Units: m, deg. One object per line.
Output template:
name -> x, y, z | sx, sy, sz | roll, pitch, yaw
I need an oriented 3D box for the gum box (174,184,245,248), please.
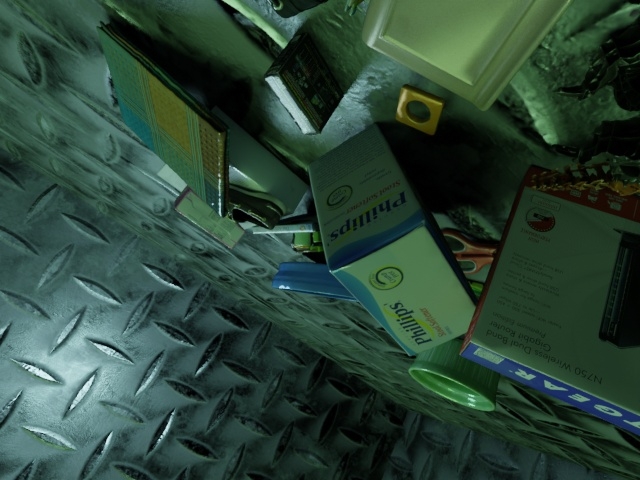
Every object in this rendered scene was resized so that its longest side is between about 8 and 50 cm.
gum box -> -0.289, -0.061, 1.111 | 0.188, 0.062, 0.107 | 39, 179, -25

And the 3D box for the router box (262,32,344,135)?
router box -> -0.023, -0.241, 0.661 | 0.038, 0.092, 0.122 | 7, 149, 43

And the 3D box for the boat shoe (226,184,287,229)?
boat shoe -> -0.187, -0.077, 0.992 | 0.227, 0.069, 0.081 | 13, 154, 32

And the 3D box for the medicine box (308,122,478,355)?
medicine box -> 0.122, -0.004, 0.713 | 0.149, 0.289, 0.263 | -30, 128, 16

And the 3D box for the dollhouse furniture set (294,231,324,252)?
dollhouse furniture set -> -0.036, -0.007, 1.064 | 0.058, 0.076, 0.151 | -2, 179, -42

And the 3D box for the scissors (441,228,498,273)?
scissors -> 0.367, 0.033, 0.843 | 0.296, 0.021, 0.109 | 6, 123, 39

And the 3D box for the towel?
towel -> -0.318, -0.243, 0.887 | 0.370, 0.040, 0.272 | 42, 149, 14

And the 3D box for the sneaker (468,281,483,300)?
sneaker -> 0.383, 0.176, 1.026 | 0.295, 0.124, 0.109 | 5, 148, 47

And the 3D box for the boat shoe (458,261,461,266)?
boat shoe -> 0.285, 0.069, 1.012 | 0.045, 0.050, 0.135 | 37, 157, -5

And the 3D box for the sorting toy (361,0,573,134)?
sorting toy -> 0.152, -0.261, 0.474 | 0.195, 0.047, 0.348 | 34, 156, 5

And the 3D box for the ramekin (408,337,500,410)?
ramekin -> 0.480, 0.458, 1.482 | 0.303, 0.148, 0.303 | 25, 157, 11

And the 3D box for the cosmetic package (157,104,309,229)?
cosmetic package -> -0.243, -0.158, 1.097 | 0.284, 0.098, 0.377 | 41, 155, -22

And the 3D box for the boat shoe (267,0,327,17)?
boat shoe -> -0.114, -0.379, 0.433 | 0.340, 0.127, 0.113 | 33, 148, -34

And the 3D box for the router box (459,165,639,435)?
router box -> 0.405, 0.083, 0.569 | 0.335, 0.301, 0.082 | 21, 157, 17

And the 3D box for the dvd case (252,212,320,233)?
dvd case -> -0.024, -0.046, 1.009 | 0.252, 0.180, 0.022 | -1, 102, 50

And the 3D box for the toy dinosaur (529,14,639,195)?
toy dinosaur -> 0.372, -0.100, 0.437 | 0.218, 0.165, 0.322 | 20, 140, -23

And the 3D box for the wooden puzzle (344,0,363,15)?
wooden puzzle -> 0.051, -0.302, 0.496 | 0.006, 0.049, 0.083 | 42, 159, 6

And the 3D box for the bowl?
bowl -> 0.060, 0.125, 1.187 | 0.390, 0.077, 0.391 | 8, 172, 1

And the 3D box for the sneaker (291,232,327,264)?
sneaker -> 0.000, 0.000, 1.130 | 0.146, 0.105, 0.296 | 26, 163, -6
